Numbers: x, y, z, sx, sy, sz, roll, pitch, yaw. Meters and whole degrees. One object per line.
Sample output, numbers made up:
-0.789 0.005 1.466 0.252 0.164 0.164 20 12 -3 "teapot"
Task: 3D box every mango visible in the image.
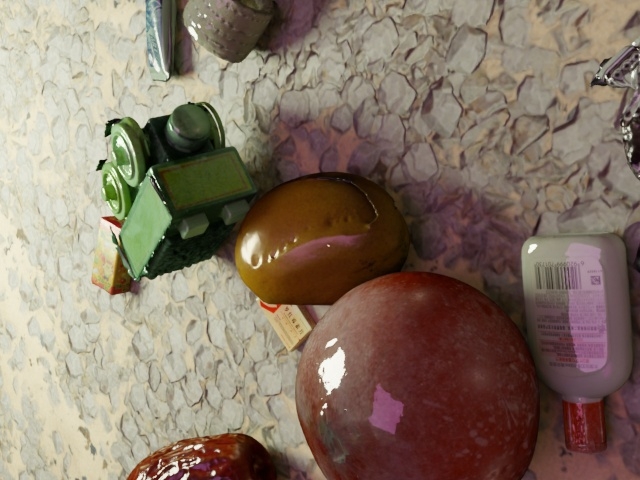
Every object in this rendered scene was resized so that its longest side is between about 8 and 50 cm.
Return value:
0.000 0.000 0.912 0.236 0.136 0.166 -3 89 34 "mango"

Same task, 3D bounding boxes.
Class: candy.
-0.346 0.025 1.258 0.062 0.038 0.122 25 110 35 "candy"
0.309 -0.079 0.703 0.094 0.051 0.226 -12 88 42 "candy"

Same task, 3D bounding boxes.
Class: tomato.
0.093 0.167 0.791 0.270 0.227 0.270 16 112 46 "tomato"

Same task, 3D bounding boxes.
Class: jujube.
-0.178 0.378 1.090 0.255 0.190 0.190 -35 73 19 "jujube"

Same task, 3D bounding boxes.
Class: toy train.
-0.205 -0.068 1.033 0.188 0.159 0.272 63 147 12 "toy train"

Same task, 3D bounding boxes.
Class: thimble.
-0.124 -0.303 1.001 0.090 0.102 0.115 -49 36 32 "thimble"

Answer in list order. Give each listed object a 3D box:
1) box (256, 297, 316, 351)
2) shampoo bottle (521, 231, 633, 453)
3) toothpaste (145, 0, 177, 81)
-0.048 0.101 1.038 0.058 0.015 0.093 -48 66 31 "box"
0.262 0.103 0.761 0.108 0.051 0.221 -3 94 40 "shampoo bottle"
-0.240 -0.376 1.125 0.069 0.047 0.268 8 104 26 "toothpaste"
